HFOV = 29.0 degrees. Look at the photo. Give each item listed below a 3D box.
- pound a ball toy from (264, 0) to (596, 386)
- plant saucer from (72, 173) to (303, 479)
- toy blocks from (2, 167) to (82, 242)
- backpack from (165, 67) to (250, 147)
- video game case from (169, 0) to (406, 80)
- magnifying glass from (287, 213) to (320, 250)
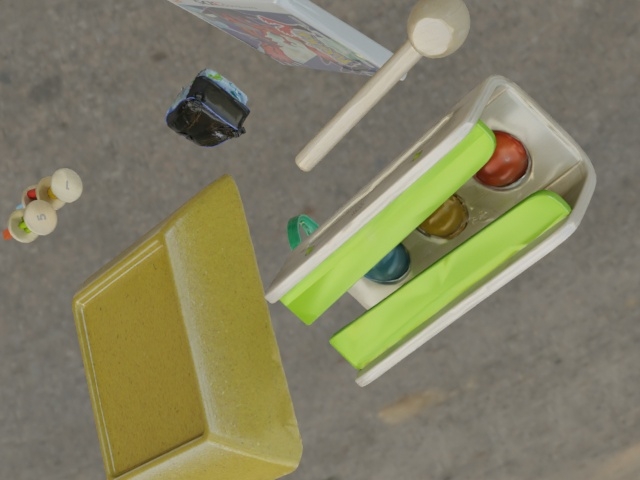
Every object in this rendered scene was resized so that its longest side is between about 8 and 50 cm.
[{"bbox_3d":[0.078,-0.049,1.041,0.208,0.136,0.319,43,127,-6],"label":"pound a ball toy"},{"bbox_3d":[-0.178,0.136,1.400,0.081,0.333,0.332,-2,160,-38],"label":"plant saucer"},{"bbox_3d":[-0.434,-0.042,1.861,0.054,0.123,0.148,46,144,-20],"label":"toy blocks"},{"bbox_3d":[-0.168,-0.194,1.846,0.105,0.084,0.114,35,149,-20],"label":"backpack"},{"bbox_3d":[-0.038,-0.213,1.248,0.201,0.183,0.023,22,85,-46],"label":"video game case"},{"bbox_3d":[0.000,0.000,1.903,0.026,0.092,0.231,-21,179,16],"label":"magnifying glass"}]
